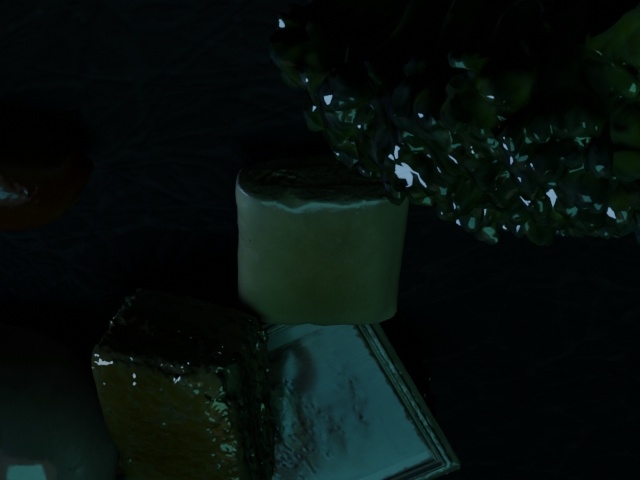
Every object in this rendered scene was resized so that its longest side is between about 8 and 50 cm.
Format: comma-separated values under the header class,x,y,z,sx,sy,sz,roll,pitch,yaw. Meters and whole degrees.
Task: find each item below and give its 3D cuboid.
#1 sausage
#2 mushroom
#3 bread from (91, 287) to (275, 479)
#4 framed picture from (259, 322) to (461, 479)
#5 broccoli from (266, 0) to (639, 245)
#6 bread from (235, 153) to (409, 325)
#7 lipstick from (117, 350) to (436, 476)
class,x,y,z,sx,sy,sz,roll,pitch,yaw
sausage,-0.310,-0.059,1.089,0.300,0.083,0.089,11,129,-22
mushroom,-0.285,0.174,1.353,0.226,0.178,0.226,2,112,4
bread,-0.111,0.146,1.291,0.138,0.102,0.196,13,130,19
framed picture,-0.038,0.172,1.373,0.274,0.017,0.217,-27,106,18
broccoli,0.148,-0.097,0.917,0.334,0.324,0.272,5,134,-32
bread,0.000,0.000,1.220,0.139,0.060,0.178,1,145,-4
lipstick,-0.097,0.171,1.433,0.418,0.077,0.077,-12,143,13
